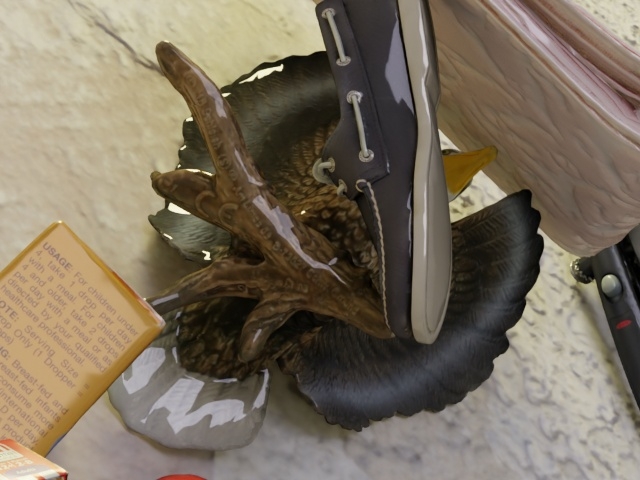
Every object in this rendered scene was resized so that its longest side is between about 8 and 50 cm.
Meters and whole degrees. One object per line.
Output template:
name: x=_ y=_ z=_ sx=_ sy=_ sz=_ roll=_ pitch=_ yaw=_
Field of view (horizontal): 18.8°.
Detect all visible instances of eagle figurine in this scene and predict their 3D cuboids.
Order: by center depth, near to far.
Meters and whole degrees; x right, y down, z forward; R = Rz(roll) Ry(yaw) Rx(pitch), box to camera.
eagle figurine: x=0.011 y=-0.002 z=1.132 sx=0.298 sy=0.225 sz=0.226 roll=-25 pitch=118 yaw=-79

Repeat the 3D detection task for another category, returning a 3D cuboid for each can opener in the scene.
can opener: x=0.220 y=0.057 z=1.333 sx=0.059 sy=0.073 sz=0.186 roll=15 pitch=57 yaw=-43

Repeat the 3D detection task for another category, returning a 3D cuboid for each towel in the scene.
towel: x=0.085 y=-0.126 z=1.155 sx=0.317 sy=0.053 sz=0.332 roll=45 pitch=-5 yaw=5

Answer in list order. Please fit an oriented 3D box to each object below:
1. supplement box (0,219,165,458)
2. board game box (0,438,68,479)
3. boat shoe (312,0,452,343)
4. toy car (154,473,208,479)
supplement box: x=-0.174 y=0.099 z=0.868 sx=0.080 sy=0.078 sz=0.233 roll=42 pitch=61 yaw=-4
board game box: x=-0.180 y=0.186 z=0.771 sx=0.146 sy=0.194 sz=0.045 roll=-5 pitch=20 yaw=-45
boat shoe: x=0.030 y=-0.041 z=0.998 sx=0.075 sy=0.065 sz=0.206 roll=60 pitch=26 yaw=-65
toy car: x=0.023 y=0.223 z=1.014 sx=0.225 sy=0.053 sz=0.239 roll=7 pitch=53 yaw=-38
